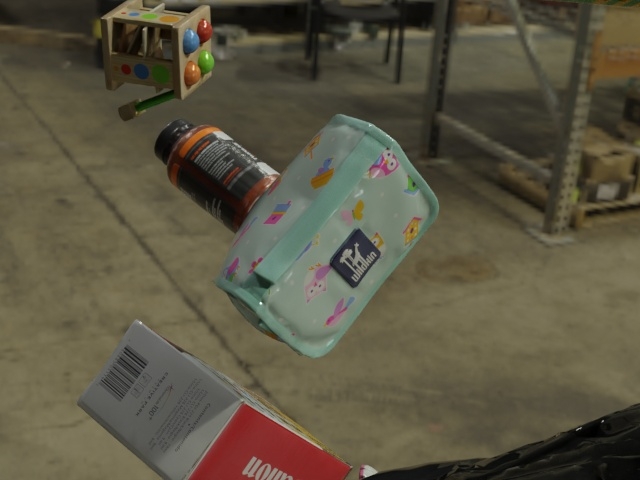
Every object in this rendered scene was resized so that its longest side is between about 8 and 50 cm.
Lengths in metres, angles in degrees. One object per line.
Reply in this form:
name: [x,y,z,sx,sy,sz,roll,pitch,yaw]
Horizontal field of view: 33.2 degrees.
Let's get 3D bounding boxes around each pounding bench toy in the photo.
pounding bench toy: [-0.109,-0.119,0.748,0.065,0.083,0.052,11,32,15]

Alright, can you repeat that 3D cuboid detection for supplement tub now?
supplement tub: [-0.142,-0.093,1.508,0.198,0.106,0.106,38,36,22]

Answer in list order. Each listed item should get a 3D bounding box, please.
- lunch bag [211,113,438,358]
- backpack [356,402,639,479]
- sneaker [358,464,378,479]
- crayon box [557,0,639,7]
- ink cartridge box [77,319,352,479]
lunch bag: [0.000,0.000,1.110,0.160,0.223,0.262,40,-6,3]
backpack: [0.019,0.230,0.466,0.355,0.273,0.290,-6,29,20]
sneaker: [0.078,0.220,0.734,0.111,0.103,0.252,3,8,3]
crayon box: [0.236,-0.251,0.685,0.081,0.202,0.318,35,-6,-36]
ink cartridge box: [-0.101,0.263,1.342,0.272,0.130,0.309,31,-7,35]
